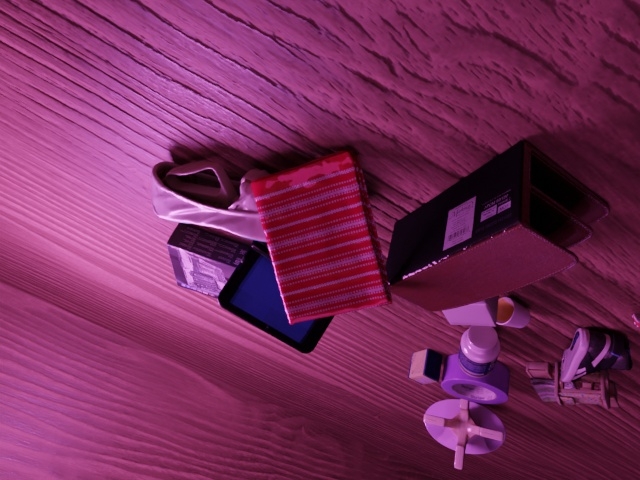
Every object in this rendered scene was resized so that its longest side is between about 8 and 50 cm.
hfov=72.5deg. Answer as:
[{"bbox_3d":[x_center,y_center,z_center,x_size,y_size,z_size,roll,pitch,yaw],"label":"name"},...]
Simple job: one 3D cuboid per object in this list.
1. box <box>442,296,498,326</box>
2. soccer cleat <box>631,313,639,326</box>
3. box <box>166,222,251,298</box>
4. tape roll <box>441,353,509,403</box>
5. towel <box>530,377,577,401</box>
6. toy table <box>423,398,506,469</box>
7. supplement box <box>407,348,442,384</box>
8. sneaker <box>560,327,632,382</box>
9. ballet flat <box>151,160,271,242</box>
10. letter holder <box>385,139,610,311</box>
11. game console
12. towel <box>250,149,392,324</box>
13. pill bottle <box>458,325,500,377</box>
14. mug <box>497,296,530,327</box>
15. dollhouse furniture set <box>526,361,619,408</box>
[{"bbox_3d":[0.314,0.120,0.921,0.101,0.087,0.102,-4,141,33],"label":"box"},{"bbox_3d":[0.650,0.161,0.860,0.083,0.029,0.035,27,139,-17],"label":"soccer cleat"},{"bbox_3d":[-0.248,0.090,1.193,0.307,0.077,0.242,19,148,1],"label":"box"},{"bbox_3d":[0.460,0.413,1.299,0.188,0.080,0.189,14,149,9],"label":"tape roll"},{"bbox_3d":[0.690,0.446,1.276,0.113,0.023,0.152,-6,140,36],"label":"towel"},{"bbox_3d":[0.489,0.642,1.503,0.274,0.252,0.161,-8,156,20],"label":"toy table"},{"bbox_3d":[0.318,0.385,1.328,0.056,0.083,0.083,29,147,-14],"label":"supplement box"},{"bbox_3d":[0.635,0.282,1.001,0.121,0.079,0.217,8,145,20],"label":"sneaker"},{"bbox_3d":[-0.168,-0.085,0.854,0.400,0.139,0.139,10,147,17],"label":"ballet flat"},{"bbox_3d":[0.284,0.019,0.726,0.214,0.152,0.302,28,147,-17],"label":"letter holder"},{"bbox_3d":[-0.040,0.114,1.012,0.293,0.173,0.250,35,142,-24],"label":"game console"},{"bbox_3d":[0.000,0.000,0.758,0.198,0.031,0.275,-13,95,14],"label":"towel"},{"bbox_3d":[0.401,0.276,1.105,0.094,0.094,0.169,8,147,19],"label":"pill bottle"},{"bbox_3d":[0.423,0.159,0.964,0.064,0.078,0.062,21,117,-18],"label":"mug"},{"bbox_3d":[0.659,0.403,1.145,0.181,0.101,0.161,-12,134,40],"label":"dollhouse furniture set"}]
